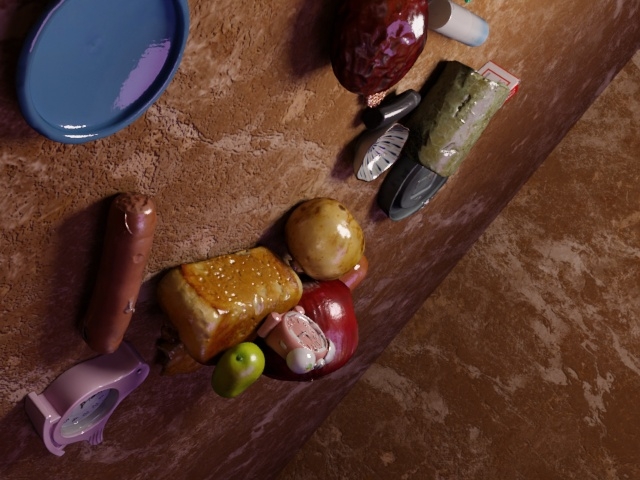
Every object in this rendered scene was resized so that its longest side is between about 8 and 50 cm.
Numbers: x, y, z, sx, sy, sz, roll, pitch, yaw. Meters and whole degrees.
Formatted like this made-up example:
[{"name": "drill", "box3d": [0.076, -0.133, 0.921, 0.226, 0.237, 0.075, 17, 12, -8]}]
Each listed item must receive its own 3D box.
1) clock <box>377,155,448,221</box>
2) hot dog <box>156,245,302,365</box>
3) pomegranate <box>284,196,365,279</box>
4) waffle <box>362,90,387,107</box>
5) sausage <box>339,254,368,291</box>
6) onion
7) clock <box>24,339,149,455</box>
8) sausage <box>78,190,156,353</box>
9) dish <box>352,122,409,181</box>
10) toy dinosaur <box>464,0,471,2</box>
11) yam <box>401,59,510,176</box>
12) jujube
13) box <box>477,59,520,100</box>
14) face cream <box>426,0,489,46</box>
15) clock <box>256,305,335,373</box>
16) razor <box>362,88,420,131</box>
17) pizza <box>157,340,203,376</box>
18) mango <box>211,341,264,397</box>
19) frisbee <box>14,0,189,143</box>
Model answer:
[{"name": "clock", "box3d": [0.308, -0.200, 2.317, 0.325, 0.067, 0.325, -39, 158, -19]}, {"name": "hot dog", "box3d": [-0.228, 0.161, 1.773, 0.405, 0.185, 0.223, -14, 143, -56]}, {"name": "pomegranate", "box3d": [0.000, 0.000, 1.919, 0.215, 0.215, 0.215, -39, 158, -19]}, {"name": "waffle", "box3d": [0.132, -0.350, 1.756, 0.083, 0.029, 0.075, -53, 159, 20]}, {"name": "sausage", "box3d": [0.049, 0.139, 2.380, 0.259, 0.113, 0.113, -44, 159, -5]}, {"name": "onion", "box3d": [-0.072, 0.241, 2.040, 0.341, 0.341, 0.341, -39, 158, -19]}, {"name": "clock", "box3d": [-0.531, 0.379, 1.740, 0.275, 0.080, 0.290, -33, 156, -32]}, {"name": "sausage", "box3d": [-0.392, 0.078, 1.438, 0.094, 0.094, 0.419, -2, 137, -31]}, {"name": "dish", "box3d": [0.140, -0.240, 1.925, 0.191, 0.066, 0.190, -37, 156, -20]}, {"name": "toy dinosaur", "box3d": [0.268, -0.552, 1.555, 0.059, 0.132, 0.096, -38, -158, -26]}, {"name": "yam", "box3d": [0.348, -0.326, 2.000, 0.300, 0.195, 0.195, -56, 157, 21]}, {"name": "jujube", "box3d": [0.112, -0.394, 1.437, 0.183, 0.183, 0.243, -32, 154, -35]}, {"name": "box", "box3d": [0.453, -0.406, 2.147, 0.229, 0.123, 0.050, -42, 154, -10]}, {"name": "face cream", "box3d": [0.320, -0.511, 1.758, 0.250, 0.077, 0.077, -6, 136, -58]}, {"name": "clock", "box3d": [-0.054, 0.247, 1.785, 0.092, 0.162, 0.166, -53, 159, 21]}, {"name": "razor", "box3d": [0.174, -0.317, 1.830, 0.148, 0.054, 0.090, -35, -174, -33]}, {"name": "pizza", "box3d": [-0.351, 0.295, 1.964, 0.134, 0.056, 0.271, -55, 159, 15]}, {"name": "mango", "box3d": [-0.191, 0.302, 1.707, 0.117, 0.089, 0.163, -17, 145, -57]}, {"name": "frisbee", "box3d": [-0.304, -0.264, 1.044, 0.289, 0.049, 0.289, -43, 160, -20]}]
